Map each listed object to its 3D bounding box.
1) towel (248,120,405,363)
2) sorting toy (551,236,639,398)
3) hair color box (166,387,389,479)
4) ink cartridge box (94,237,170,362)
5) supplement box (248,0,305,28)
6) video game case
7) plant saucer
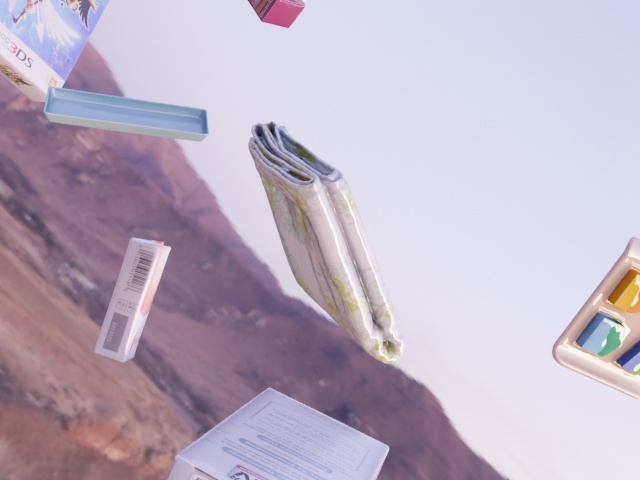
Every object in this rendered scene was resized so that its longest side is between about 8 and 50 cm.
[{"bbox_3d":[0.000,0.000,1.632,0.320,0.090,0.374,46,-19,59],"label":"towel"},{"bbox_3d":[0.455,0.118,1.368,0.193,0.208,0.038,25,14,-26],"label":"sorting toy"},{"bbox_3d":[-0.046,0.291,1.115,0.185,0.113,0.374,24,6,10],"label":"hair color box"},{"bbox_3d":[-0.221,0.072,1.198,0.045,0.145,0.179,18,-1,5],"label":"ink cartridge box"},{"bbox_3d":[-0.067,-0.328,1.270,0.055,0.043,0.083,2,49,-49],"label":"supplement box"},{"bbox_3d":[-0.427,-0.382,1.406,0.061,0.269,0.244,10,-22,34],"label":"video game case"},{"bbox_3d":[-0.231,-0.149,1.149,0.067,0.192,0.018,-103,-157,-53],"label":"plant saucer"}]
